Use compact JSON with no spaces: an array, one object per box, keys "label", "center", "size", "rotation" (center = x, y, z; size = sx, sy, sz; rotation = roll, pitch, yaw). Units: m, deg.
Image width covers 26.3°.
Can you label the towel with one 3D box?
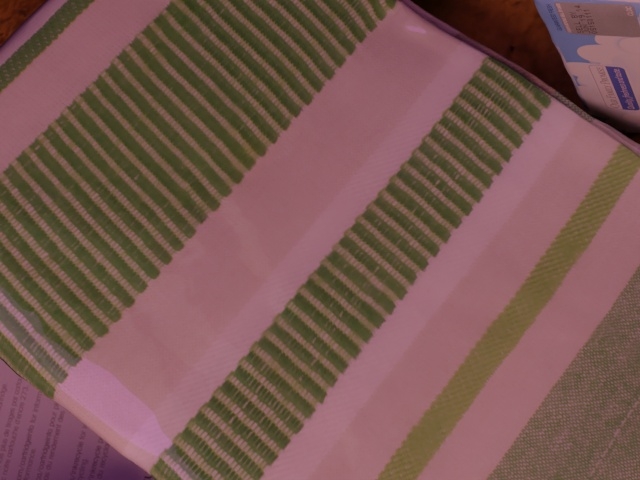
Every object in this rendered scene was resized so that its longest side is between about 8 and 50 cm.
[{"label":"towel","center":[0.000,0.000,0.572],"size":[0.325,0.038,0.248],"rotation":[36,68,11]}]

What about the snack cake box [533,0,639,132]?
[{"label":"snack cake box","center":[0.164,-0.192,0.586],"size":[0.089,0.152,0.264],"rotation":[5,75,24]}]

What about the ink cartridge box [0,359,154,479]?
[{"label":"ink cartridge box","center":[-0.196,0.138,0.681],"size":[0.371,0.069,0.176],"rotation":[6,77,22]}]
